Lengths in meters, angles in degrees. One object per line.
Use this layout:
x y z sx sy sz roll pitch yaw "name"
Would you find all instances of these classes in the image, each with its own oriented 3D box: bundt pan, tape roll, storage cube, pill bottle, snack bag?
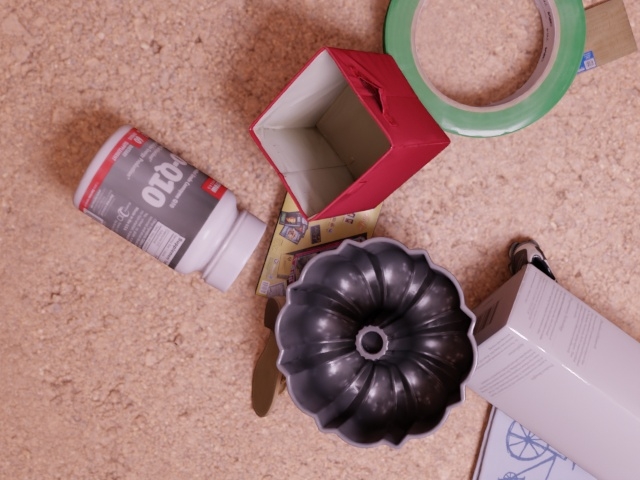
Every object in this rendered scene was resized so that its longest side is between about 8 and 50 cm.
0.099 0.158 1.274 0.330 0.124 0.331 -1 88 20 "bundt pan"
0.262 -0.330 1.288 0.321 0.077 0.322 0 100 1 "tape roll"
0.048 -0.161 1.205 0.215 0.193 0.184 -41 74 32 "storage cube"
-0.239 -0.048 1.289 0.283 0.161 0.161 33 98 -8 "pill bottle"
0.448 0.459 1.470 0.342 0.037 0.323 9 101 -6 "snack bag"

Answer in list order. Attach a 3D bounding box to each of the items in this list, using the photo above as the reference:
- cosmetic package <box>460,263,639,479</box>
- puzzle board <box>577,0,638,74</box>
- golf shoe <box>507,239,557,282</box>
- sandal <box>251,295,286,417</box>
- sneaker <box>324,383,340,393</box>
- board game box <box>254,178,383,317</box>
0.418 0.233 1.309 0.365 0.155 0.197 35 140 -4 "cosmetic package"
0.459 -0.341 1.331 0.128 0.011 0.096 -22 102 3 "puzzle board"
0.374 0.099 1.371 0.077 0.094 0.198 -19 102 1 "golf shoe"
-0.059 0.205 1.383 0.079 0.088 0.240 -4 117 -29 "sandal"
0.103 0.292 1.395 0.223 0.098 0.083 15 100 -4 "sneaker"
0.000 0.000 1.365 0.165 0.042 0.243 18 99 -5 "board game box"
